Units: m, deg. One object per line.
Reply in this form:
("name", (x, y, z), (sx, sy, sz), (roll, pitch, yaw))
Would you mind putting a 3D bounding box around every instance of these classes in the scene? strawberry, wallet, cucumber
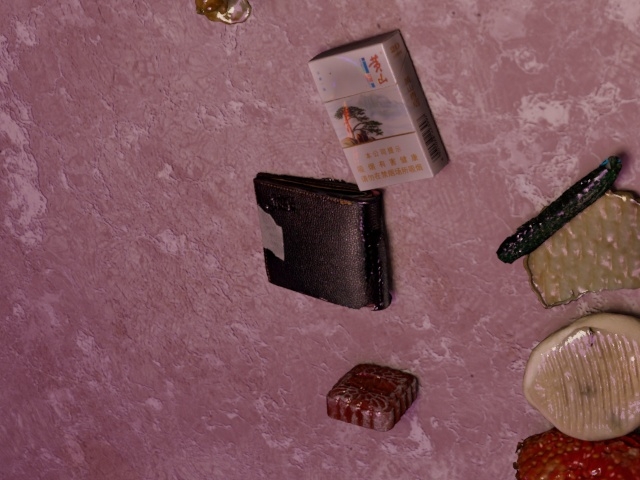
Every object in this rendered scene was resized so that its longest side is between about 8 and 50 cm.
("strawberry", (0.444, 0.378, 1.960), (0.306, 0.233, 0.137), (19, 136, 24))
("wallet", (0.000, 0.000, 2.127), (0.262, 0.071, 0.221), (12, 124, 34))
("cucumber", (0.363, -0.043, 1.846), (0.044, 0.043, 0.257), (45, 128, -1))

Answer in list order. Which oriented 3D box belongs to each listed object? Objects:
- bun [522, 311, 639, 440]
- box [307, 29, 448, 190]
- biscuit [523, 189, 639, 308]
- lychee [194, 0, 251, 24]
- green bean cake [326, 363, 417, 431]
("bun", (0.441, 0.211, 1.945), (0.237, 0.116, 0.210), (-20, 104, 23))
("box", (0.093, -0.204, 1.941), (0.149, 0.067, 0.233), (-11, 111, 35))
("biscuit", (0.428, 0.002, 1.878), (0.274, 0.036, 0.187), (-13, 110, 37))
("lychee", (-0.184, -0.506, 1.807), (0.270, 0.270, 0.320), (24, 99, 18))
("green bean cake", (0.092, 0.277, 2.188), (0.135, 0.136, 0.056), (13, 122, 27))
